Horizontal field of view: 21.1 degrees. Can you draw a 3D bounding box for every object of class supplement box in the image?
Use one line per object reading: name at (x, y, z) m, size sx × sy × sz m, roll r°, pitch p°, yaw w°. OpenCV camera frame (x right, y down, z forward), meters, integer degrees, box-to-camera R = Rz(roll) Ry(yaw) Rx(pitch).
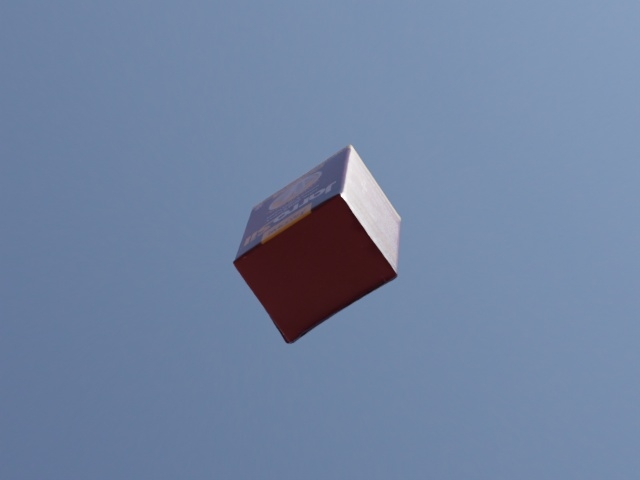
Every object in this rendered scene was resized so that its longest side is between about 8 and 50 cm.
supplement box at (0.000, 0.000, 0.710) m, size 0.055 × 0.083 × 0.043 m, roll -32°, pitch -77°, yaw 11°
